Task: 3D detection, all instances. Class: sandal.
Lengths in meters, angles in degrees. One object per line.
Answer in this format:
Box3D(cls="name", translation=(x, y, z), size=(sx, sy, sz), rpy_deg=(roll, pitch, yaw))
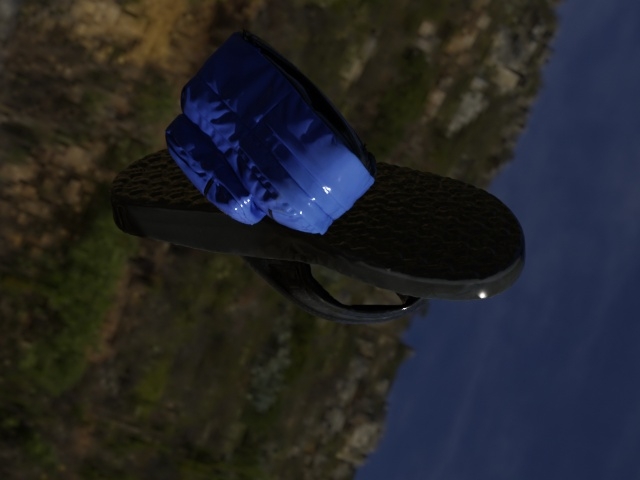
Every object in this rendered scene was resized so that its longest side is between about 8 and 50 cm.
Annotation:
Box3D(cls="sandal", translation=(0.000, -0.001, 1.411), size=(0.446, 0.107, 0.167), rpy_deg=(13, -145, 37))

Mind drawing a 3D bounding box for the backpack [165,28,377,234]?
Box3D(cls="backpack", translation=(-0.029, -0.056, 0.976), size=(0.101, 0.120, 0.098), rpy_deg=(-49, 168, 5))
